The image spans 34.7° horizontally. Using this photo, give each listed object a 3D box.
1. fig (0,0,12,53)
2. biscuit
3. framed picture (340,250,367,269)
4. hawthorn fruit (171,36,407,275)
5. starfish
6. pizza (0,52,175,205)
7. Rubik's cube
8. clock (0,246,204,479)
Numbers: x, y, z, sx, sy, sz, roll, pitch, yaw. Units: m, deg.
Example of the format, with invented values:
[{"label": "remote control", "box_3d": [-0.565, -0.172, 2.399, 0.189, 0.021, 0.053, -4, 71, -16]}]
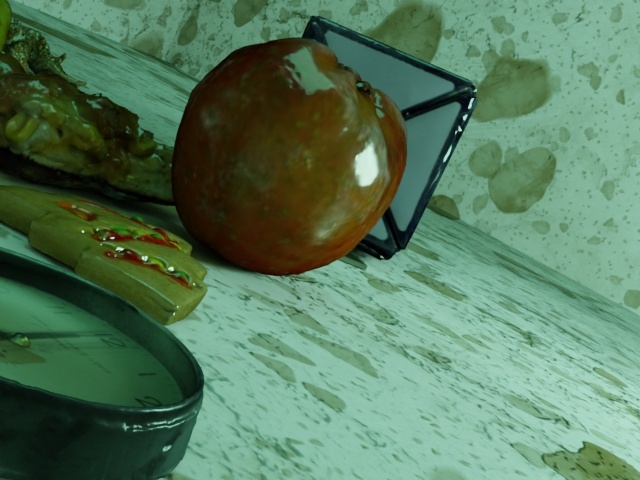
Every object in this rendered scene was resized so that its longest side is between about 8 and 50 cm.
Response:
[{"label": "fig", "box_3d": [-0.552, -0.335, 1.520, 0.186, 0.142, 0.148, 36, -22, -18]}, {"label": "biscuit", "box_3d": [-0.177, 0.008, 0.908, 0.212, 0.041, 0.238, 21, 9, -39]}, {"label": "framed picture", "box_3d": [0.000, 0.000, 1.561, 0.109, 0.011, 0.149, 21, 10, -25]}, {"label": "hawthorn fruit", "box_3d": [-0.031, -0.094, 1.152, 0.284, 0.284, 0.284, 25, 9, -4]}, {"label": "starfish", "box_3d": [-0.563, -0.360, 1.846, 0.301, 0.084, 0.293, 25, 6, -34]}, {"label": "pizza", "box_3d": [-0.328, -0.141, 1.166, 0.409, 0.114, 0.278, 23, 4, -6]}, {"label": "Rubik's cube", "box_3d": [0.066, -0.160, 1.720, 0.307, 0.310, 0.305, 26, 3, 2]}, {"label": "clock", "box_3d": [-0.172, 0.060, 0.583, 0.226, 0.049, 0.226, 25, 10, -5]}]
